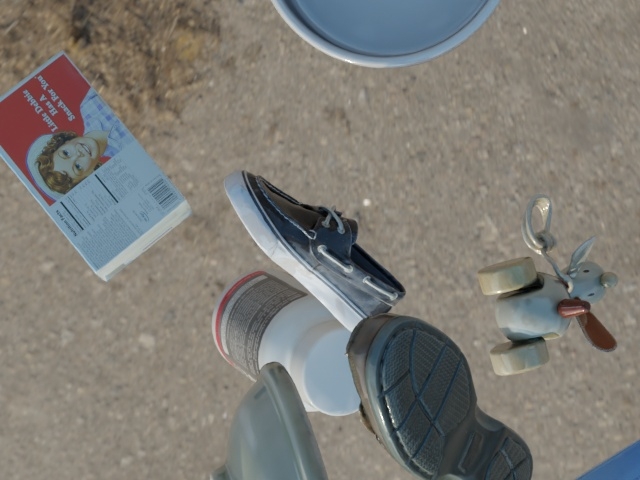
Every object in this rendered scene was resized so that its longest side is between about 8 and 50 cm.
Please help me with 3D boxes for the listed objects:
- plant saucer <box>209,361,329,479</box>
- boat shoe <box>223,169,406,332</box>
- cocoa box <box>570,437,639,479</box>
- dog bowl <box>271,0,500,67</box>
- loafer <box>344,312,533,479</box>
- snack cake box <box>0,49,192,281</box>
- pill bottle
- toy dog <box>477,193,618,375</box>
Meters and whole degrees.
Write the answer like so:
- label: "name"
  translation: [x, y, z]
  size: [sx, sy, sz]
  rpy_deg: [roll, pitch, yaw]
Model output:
- label: "plant saucer"
  translation: [-0.043, 0.328, 1.298]
  size: [0.100, 0.400, 0.401]
  rpy_deg: [-12, 118, -10]
- label: "boat shoe"
  translation: [0.000, 0.000, 1.625]
  size: [0.102, 0.108, 0.301]
  rpy_deg: [-36, 119, 15]
- label: "cocoa box"
  translation: [0.421, 0.463, 1.883]
  size: [0.347, 0.228, 0.231]
  rpy_deg: [-27, 162, -18]
- label: "dog bowl"
  translation: [0.069, -0.308, 1.297]
  size: [0.264, 0.104, 0.265]
  rpy_deg: [1, 96, 6]
- label: "loafer"
  translation: [0.077, 0.139, 0.985]
  size: [0.084, 0.096, 0.267]
  rpy_deg: [15, 156, 41]
- label: "snack cake box"
  translation: [-0.309, -0.096, 1.661]
  size: [0.152, 0.089, 0.264]
  rpy_deg: [-39, 83, -6]
- label: "pill bottle"
  translation: [-0.032, 0.155, 1.919]
  size: [0.176, 0.318, 0.176]
  rpy_deg: [-5, 102, -24]
- label: "toy dog"
  translation: [0.362, 0.077, 1.855]
  size: [0.161, 0.334, 0.220]
  rpy_deg: [-8, 116, 37]
